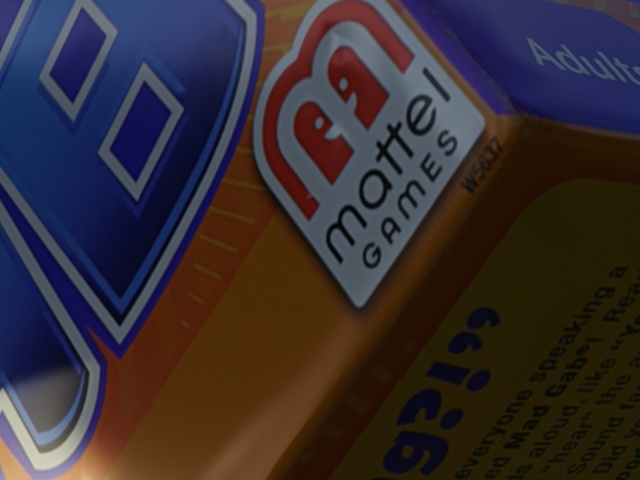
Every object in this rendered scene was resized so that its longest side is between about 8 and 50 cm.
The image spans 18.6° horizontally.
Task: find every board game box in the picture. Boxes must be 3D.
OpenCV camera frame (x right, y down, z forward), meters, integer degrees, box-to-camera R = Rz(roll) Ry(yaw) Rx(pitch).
[{"bbox_3d":[0.000,0.000,0.679,0.356,0.356,0.356,5,-51,-43],"label":"board game box"}]
